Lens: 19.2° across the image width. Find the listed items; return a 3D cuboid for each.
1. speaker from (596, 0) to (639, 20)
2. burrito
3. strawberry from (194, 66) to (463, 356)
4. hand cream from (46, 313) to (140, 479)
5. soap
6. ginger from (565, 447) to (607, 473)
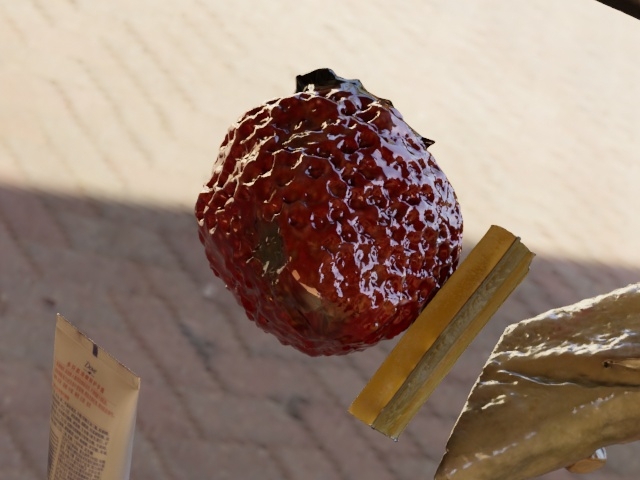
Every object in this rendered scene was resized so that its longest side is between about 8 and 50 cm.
[{"bbox_3d":[0.364,-0.395,1.792,0.180,0.388,0.184,24,9,-2],"label":"speaker"},{"bbox_3d":[0.239,0.103,1.537,0.107,0.348,0.175,64,-1,-19],"label":"burrito"},{"bbox_3d":[-0.005,-0.002,1.994,0.292,0.291,0.310,30,48,14],"label":"strawberry"},{"bbox_3d":[-0.240,0.204,1.955,0.133,0.247,0.083,34,40,31],"label":"hand cream"},{"bbox_3d":[0.130,0.096,1.971,0.037,0.252,0.092,37,-2,25],"label":"soap"},{"bbox_3d":[0.302,0.230,2.328,0.095,0.069,0.190,35,8,-11],"label":"ginger"}]
